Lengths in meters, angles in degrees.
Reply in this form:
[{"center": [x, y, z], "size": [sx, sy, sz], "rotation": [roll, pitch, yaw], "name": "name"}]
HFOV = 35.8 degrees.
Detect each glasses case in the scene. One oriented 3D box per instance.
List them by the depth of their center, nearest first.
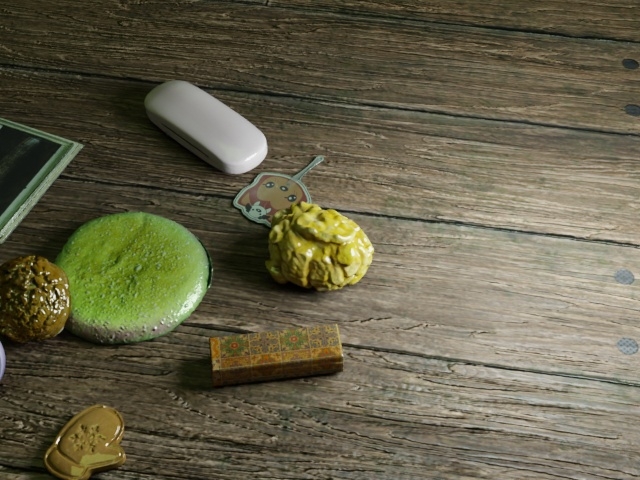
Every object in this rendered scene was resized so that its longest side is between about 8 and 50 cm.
[{"center": [-0.074, 0.193, 1.656], "size": [0.218, 0.049, 0.075], "rotation": [-6, 43, -6], "name": "glasses case"}, {"center": [-0.234, -0.232, 2.001], "size": [0.297, 0.075, 0.113], "rotation": [35, 59, 27], "name": "glasses case"}]

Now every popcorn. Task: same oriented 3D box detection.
[{"center": [-0.013, 0.009, 1.759], "size": [0.163, 0.140, 0.194], "rotation": [-33, 55, -32], "name": "popcorn"}]

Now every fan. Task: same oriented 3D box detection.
[{"center": [-0.066, -0.105, 1.937], "size": [0.132, 0.009, 0.220], "rotation": [33, 57, 24], "name": "fan"}]

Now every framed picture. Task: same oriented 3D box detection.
[{"center": [-0.640, -0.130, 1.949], "size": [0.231, 0.018, 0.293], "rotation": [18, 51, 14], "name": "framed picture"}]

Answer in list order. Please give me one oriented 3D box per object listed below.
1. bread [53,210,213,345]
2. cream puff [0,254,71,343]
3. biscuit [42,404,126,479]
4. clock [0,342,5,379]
[{"center": [-0.342, 0.060, 1.772], "size": [0.302, 0.045, 0.301], "rotation": [1, 52, -1], "name": "bread"}, {"center": [-0.501, 0.097, 1.673], "size": [0.165, 0.115, 0.150], "rotation": [9, 73, 33], "name": "cream puff"}, {"center": [-0.360, 0.322, 1.561], "size": [0.118, 0.023, 0.140], "rotation": [19, 51, 16], "name": "biscuit"}, {"center": [-0.619, 0.181, 1.614], "size": [0.198, 0.064, 0.172], "rotation": [-9, 94, -7], "name": "clock"}]
